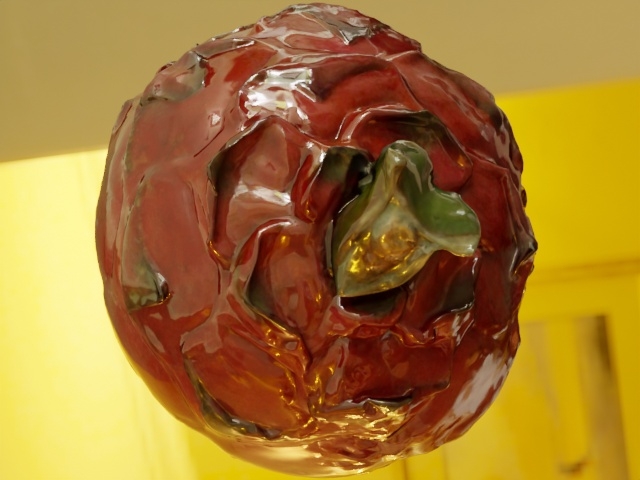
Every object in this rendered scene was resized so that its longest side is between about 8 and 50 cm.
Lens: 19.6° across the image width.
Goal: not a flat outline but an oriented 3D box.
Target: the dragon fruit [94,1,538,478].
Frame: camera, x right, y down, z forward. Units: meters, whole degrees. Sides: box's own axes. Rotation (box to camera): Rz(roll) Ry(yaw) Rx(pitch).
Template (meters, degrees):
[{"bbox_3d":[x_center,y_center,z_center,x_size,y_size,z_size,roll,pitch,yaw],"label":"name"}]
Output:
[{"bbox_3d":[0.000,0.000,0.690,0.209,0.172,0.172,-108,7,-71],"label":"dragon fruit"}]
